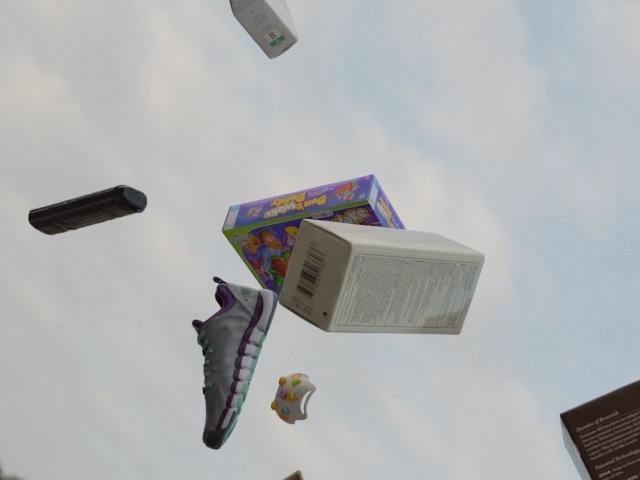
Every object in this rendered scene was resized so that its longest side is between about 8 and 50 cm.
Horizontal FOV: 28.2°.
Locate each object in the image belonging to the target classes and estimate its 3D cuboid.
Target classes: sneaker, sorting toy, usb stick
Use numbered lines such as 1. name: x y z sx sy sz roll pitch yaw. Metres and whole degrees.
1. sneaker: -0.131 0.156 1.628 0.098 0.224 0.083 19 -28 0
2. sorting toy: -0.035 0.251 2.013 0.045 0.083 0.075 23 -9 -36
3. usb stick: -0.427 -0.055 2.317 0.278 0.045 0.077 -11 -31 40

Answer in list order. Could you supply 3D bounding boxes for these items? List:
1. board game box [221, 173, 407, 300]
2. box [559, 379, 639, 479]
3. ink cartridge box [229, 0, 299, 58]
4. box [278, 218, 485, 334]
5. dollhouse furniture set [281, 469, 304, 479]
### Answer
1. board game box: 0.000 0.000 2.675 0.347 0.078 0.233 -12 -48 27
2. box: 0.534 0.381 2.194 0.168 0.167 0.203 64 2 -58
3. ink cartridge box: -0.121 -0.362 1.649 0.225 0.056 0.181 46 17 -33
4. box: 0.101 0.060 1.982 0.121 0.311 0.148 27 -76 44
5. dollhouse furniture set: -0.079 0.243 1.269 0.081 0.114 0.091 50 11 -40
